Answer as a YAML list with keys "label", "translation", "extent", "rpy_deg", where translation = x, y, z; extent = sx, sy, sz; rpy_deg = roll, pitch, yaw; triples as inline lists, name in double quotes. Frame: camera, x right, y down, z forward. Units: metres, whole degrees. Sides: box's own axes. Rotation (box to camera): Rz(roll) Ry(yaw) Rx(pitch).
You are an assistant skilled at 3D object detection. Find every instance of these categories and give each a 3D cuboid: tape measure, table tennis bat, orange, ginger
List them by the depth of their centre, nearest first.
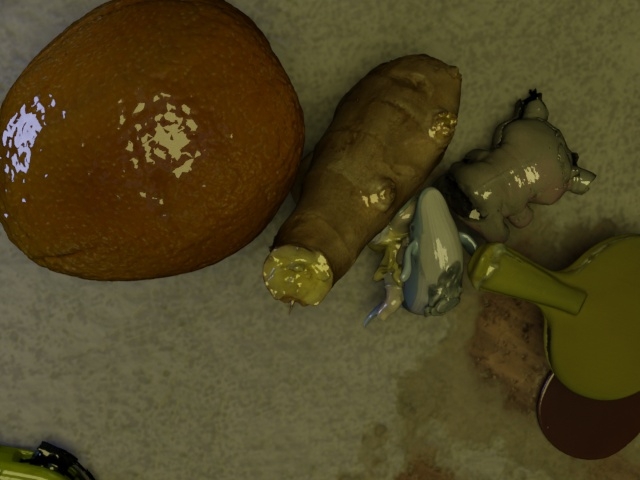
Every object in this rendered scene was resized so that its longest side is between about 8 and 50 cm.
- label: "orange"
  translation: [-0.198, -0.109, 1.352]
  extent: [0.357, 0.322, 0.322]
  rpy_deg: [-30, 100, 4]
- label: "ginger"
  translation: [0.016, -0.078, 1.402]
  extent: [0.375, 0.236, 0.166]
  rpy_deg: [-38, 124, -30]
- label: "table tennis bat"
  translation: [0.329, 0.080, 1.506]
  extent: [0.369, 0.054, 0.224]
  rpy_deg: [19, 99, -30]
- label: "tape measure"
  translation: [-0.370, 0.353, 1.515]
  extent: [0.186, 0.112, 0.199]
  rpy_deg: [11, 99, -9]
- label: "table tennis bat"
  translation: [0.402, 0.172, 1.610]
  extent: [0.154, 0.021, 0.274]
  rpy_deg: [35, 95, -11]

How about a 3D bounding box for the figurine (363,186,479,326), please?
- label: "figurine"
  translation: [0.111, 0.019, 1.497]
  extent: [0.128, 0.183, 0.208]
  rpy_deg: [-11, 137, -32]

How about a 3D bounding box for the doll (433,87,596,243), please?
- label: "doll"
  translation: [0.241, -0.087, 1.509]
  extent: [0.192, 0.095, 0.149]
  rpy_deg: [-35, 75, -13]
